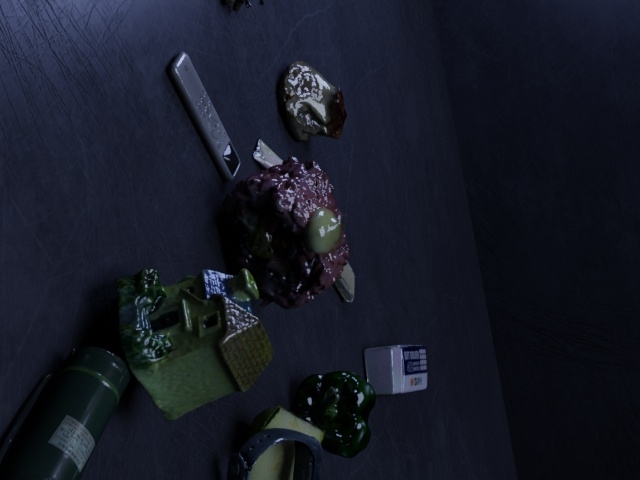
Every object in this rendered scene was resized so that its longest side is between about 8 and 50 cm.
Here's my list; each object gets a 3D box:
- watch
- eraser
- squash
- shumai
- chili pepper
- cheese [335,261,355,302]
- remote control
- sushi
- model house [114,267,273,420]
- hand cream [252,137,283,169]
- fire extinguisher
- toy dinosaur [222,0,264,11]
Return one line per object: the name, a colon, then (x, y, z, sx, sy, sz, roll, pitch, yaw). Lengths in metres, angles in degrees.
watch: (-0.085, 0.441, 1.571, 0.193, 0.068, 0.206, -1, 103, -41)
eraser: (0.208, 0.347, 2.343, 0.287, 0.086, 0.130, 12, 73, -66)
squash: (-0.100, 0.403, 1.649, 0.192, 0.085, 0.184, 42, 74, -46)
shumai: (-0.008, -0.321, 2.017, 0.201, 0.120, 0.201, -4, 90, -67)
chili pepper: (0.024, 0.352, 1.820, 0.261, 0.165, 0.173, 44, 62, -60)
cheese: (0.002, -0.001, 2.044, 0.400, 0.034, 0.085, 60, 32, -43)
remote control: (-0.210, -0.228, 1.626, 0.067, 0.029, 0.261, -71, 145, -46)
sushi: (-0.065, -0.015, 1.651, 0.171, 0.237, 0.270, -37, 121, -55)
model house: (-0.182, 0.119, 1.296, 0.214, 0.189, 0.195, -106, 179, -47)
hand cream: (-0.089, -0.156, 1.856, 0.143, 0.039, 0.061, 43, 44, -30)
fire extinguisher: (-0.339, 0.270, 1.095, 0.118, 0.093, 0.294, 41, 40, -20)
toy dinosaur: (-0.159, -0.576, 1.787, 0.179, 0.087, 0.187, 58, 31, -46)
